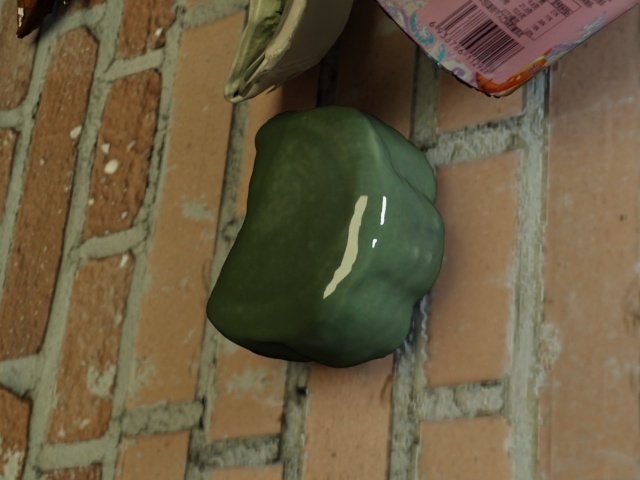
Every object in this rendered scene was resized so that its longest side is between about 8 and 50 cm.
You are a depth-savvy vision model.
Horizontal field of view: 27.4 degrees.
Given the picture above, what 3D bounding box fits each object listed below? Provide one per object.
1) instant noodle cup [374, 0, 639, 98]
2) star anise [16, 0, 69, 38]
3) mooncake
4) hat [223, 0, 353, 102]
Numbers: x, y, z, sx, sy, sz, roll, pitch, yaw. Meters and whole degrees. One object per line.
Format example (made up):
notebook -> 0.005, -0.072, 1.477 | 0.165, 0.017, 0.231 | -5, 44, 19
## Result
instant noodle cup -> 0.139, -0.229, 0.797 | 0.231, 0.243, 0.243 | -41, 49, 25
star anise -> -0.244, -0.290, 1.237 | 0.157, 0.053, 0.212 | 33, 92, 43
mooncake -> 0.000, 0.000, 0.868 | 0.175, 0.104, 0.168 | -49, 51, 11
hat -> -0.018, -0.212, 0.909 | 0.226, 0.164, 0.220 | 7, 110, 61
